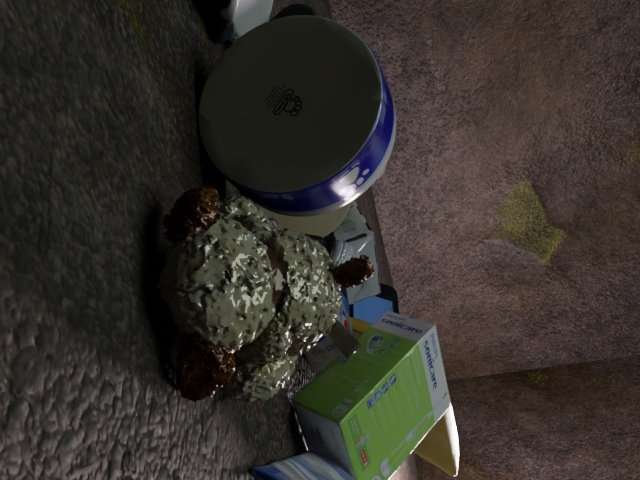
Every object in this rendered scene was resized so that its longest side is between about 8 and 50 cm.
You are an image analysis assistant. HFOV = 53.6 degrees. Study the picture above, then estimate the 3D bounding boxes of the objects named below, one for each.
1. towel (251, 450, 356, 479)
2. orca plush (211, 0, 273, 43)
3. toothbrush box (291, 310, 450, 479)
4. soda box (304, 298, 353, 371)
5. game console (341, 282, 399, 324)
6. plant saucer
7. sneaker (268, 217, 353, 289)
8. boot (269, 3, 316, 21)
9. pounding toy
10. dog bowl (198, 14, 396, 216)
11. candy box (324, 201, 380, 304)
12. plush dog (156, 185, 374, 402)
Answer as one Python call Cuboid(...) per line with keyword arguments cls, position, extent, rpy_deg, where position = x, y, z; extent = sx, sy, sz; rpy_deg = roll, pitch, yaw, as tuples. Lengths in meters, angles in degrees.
Cuboid(cls="towel", position=(0.027, 0.377, 0.921), extent=(0.034, 0.209, 0.285), rpy_deg=(-58, 160, -5))
Cuboid(cls="orca plush", position=(-0.129, -0.401, 1.047), extent=(0.102, 0.151, 0.287), rpy_deg=(49, 13, 4))
Cuboid(cls="toothbrush box", position=(0.104, 0.299, 1.165), extent=(0.283, 0.122, 0.206), rpy_deg=(-36, 124, -34))
Cuboid(cls="soda box", position=(-0.009, 0.129, 1.190), extent=(0.286, 0.091, 0.098), rpy_deg=(69, 13, -45))
Cuboid(cls="game console", position=(0.128, 0.158, 1.668), extent=(0.293, 0.250, 0.173), rpy_deg=(-88, -159, -47))
Cuboid(cls="plant saucer", position=(0.180, 0.331, 1.452), extent=(0.081, 0.332, 0.333), rpy_deg=(-34, 123, -30))
Cuboid(cls="sneaker", position=(-0.061, 0.070, 0.944), extent=(0.269, 0.153, 0.101), rpy_deg=(-62, -178, 45))
Cuboid(cls="boot", position=(-0.066, -0.282, 1.131), extent=(0.178, 0.085, 0.236), rpy_deg=(33, 81, -80))
Cuboid(cls="pounding toy", position=(-0.026, -0.112, 1.078), extent=(0.183, 0.237, 0.110), rpy_deg=(49, -4, -20))
Cuboid(cls="dog bowl", position=(-0.032, -0.172, 0.885), extent=(0.104, 0.264, 0.265), rpy_deg=(42, 39, -69))
Cuboid(cls="candy box", position=(0.039, -0.010, 1.175), extent=(0.165, 0.070, 0.196), rpy_deg=(78, -10, -46))
Cuboid(cls="plush dog", position=(-0.079, 0.055, 0.707), extent=(0.225, 0.210, 0.263), rpy_deg=(4, 76, -55))
